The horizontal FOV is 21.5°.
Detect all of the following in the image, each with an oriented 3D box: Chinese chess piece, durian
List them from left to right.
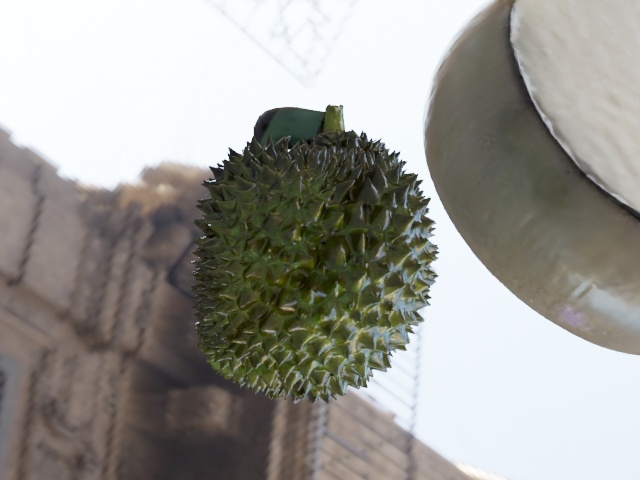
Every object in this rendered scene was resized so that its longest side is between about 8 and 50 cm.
[{"bbox_3d":[0.004,0.014,1.009,0.146,0.159,0.198,8,-158,19],"label":"durian"},{"bbox_3d":[0.245,-0.069,1.348,0.140,0.338,0.338,-54,-149,42],"label":"Chinese chess piece"}]
